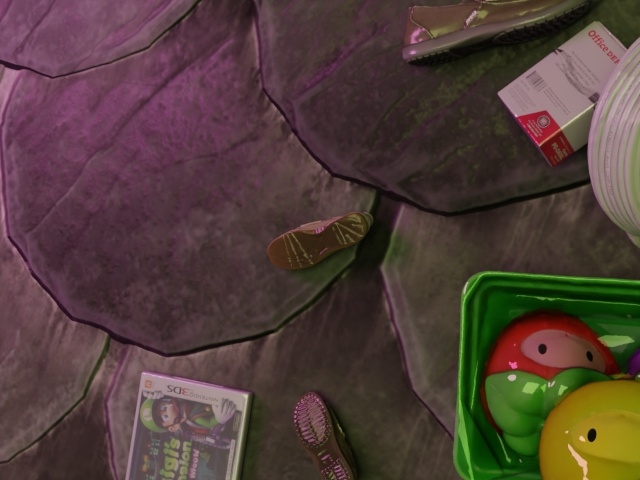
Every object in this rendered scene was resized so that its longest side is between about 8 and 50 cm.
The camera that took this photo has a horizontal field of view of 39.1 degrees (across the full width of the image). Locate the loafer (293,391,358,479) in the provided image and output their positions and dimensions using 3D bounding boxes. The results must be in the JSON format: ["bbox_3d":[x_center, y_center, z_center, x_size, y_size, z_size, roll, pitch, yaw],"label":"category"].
[{"bbox_3d":[0.008,0.275,1.215,0.056,0.050,0.148,-28,63,11],"label":"loafer"}]

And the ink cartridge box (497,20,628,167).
[{"bbox_3d":[0.315,-0.182,1.115,0.150,0.063,0.109,-36,50,13],"label":"ink cartridge box"}]

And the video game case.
[{"bbox_3d":[-0.192,0.296,1.290,0.173,0.022,0.190,8,89,18],"label":"video game case"}]

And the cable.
[{"bbox_3d":[0.417,-0.118,1.012,0.257,0.257,0.089,-53,34,5],"label":"cable"}]

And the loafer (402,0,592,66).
[{"bbox_3d":[0.219,-0.296,1.155,0.251,0.094,0.087,-12,87,17],"label":"loafer"}]

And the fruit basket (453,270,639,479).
[{"bbox_3d":[0.321,0.181,0.954,0.392,0.392,0.283,3,88,18],"label":"fruit basket"}]

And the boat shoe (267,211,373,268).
[{"bbox_3d":[0.000,-0.002,1.240,0.153,0.048,0.056,-24,92,22],"label":"boat shoe"}]
